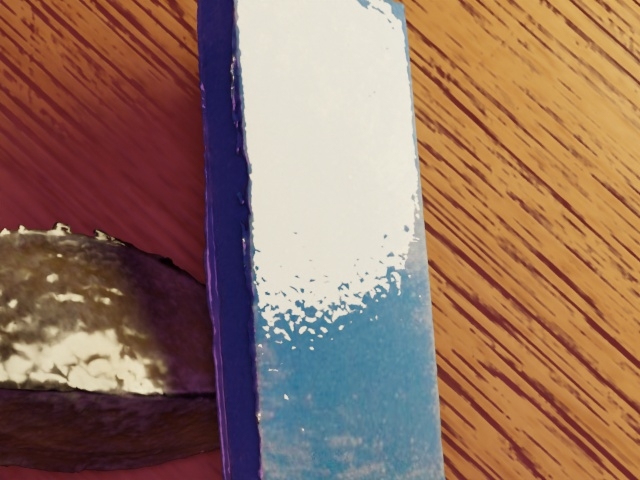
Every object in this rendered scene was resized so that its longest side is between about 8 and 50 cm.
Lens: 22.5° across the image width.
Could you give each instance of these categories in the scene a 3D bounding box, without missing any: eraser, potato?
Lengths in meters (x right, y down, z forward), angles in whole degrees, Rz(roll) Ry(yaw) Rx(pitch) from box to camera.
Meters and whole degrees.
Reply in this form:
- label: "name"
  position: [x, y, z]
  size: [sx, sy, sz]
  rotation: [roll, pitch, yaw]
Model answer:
- label: "eraser"
  position: [0.000, 0.000, 0.952]
  size: [0.144, 0.042, 0.312]
  rotation: [5, 75, -39]
- label: "potato"
  position: [-0.153, 0.067, 0.925]
  size: [0.261, 0.100, 0.120]
  rotation: [8, 48, -37]
